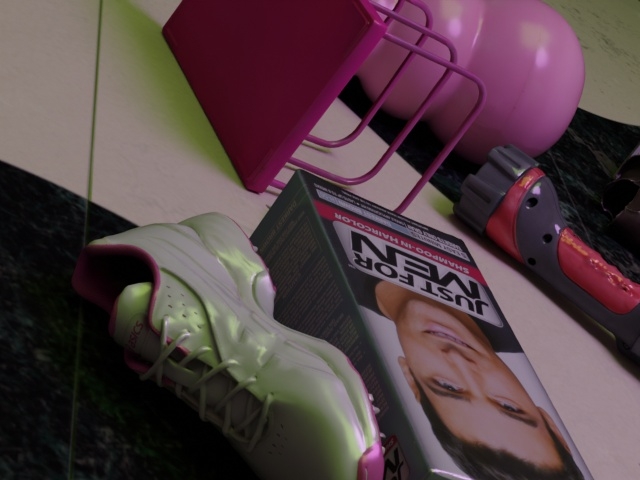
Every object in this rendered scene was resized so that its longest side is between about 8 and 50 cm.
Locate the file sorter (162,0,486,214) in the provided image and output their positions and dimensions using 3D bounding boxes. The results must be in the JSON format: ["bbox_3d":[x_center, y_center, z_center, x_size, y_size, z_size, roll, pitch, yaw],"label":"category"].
[{"bbox_3d":[0.006,-0.183,1.719,0.182,0.202,0.290,22,26,-37],"label":"file sorter"}]

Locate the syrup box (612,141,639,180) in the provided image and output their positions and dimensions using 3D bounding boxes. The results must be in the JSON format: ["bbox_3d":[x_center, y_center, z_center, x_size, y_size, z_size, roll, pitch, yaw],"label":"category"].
[{"bbox_3d":[0.501,-0.039,2.267,0.096,0.093,0.237,16,29,-40],"label":"syrup box"}]

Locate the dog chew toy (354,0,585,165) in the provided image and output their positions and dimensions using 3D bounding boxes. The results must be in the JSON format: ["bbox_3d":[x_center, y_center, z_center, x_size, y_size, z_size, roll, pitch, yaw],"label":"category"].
[{"bbox_3d":[0.136,-0.218,1.987,0.332,0.206,0.206,21,25,-13],"label":"dog chew toy"}]

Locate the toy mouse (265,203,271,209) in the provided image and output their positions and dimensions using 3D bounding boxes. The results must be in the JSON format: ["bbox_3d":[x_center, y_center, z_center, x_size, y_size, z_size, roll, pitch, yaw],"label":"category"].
[{"bbox_3d":[0.000,0.000,1.559,0.143,0.031,0.161,19,28,-35],"label":"toy mouse"}]

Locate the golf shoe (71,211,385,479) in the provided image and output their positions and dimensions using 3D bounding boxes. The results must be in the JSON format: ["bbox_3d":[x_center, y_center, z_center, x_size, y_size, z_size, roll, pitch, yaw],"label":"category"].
[{"bbox_3d":[-0.071,0.092,1.202,0.140,0.115,0.306,1,32,-37],"label":"golf shoe"}]

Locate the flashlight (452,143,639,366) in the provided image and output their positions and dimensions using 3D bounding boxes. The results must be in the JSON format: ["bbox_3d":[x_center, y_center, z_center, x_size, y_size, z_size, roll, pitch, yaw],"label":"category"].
[{"bbox_3d":[0.286,0.021,1.818,0.304,0.103,0.103,38,-12,18],"label":"flashlight"}]

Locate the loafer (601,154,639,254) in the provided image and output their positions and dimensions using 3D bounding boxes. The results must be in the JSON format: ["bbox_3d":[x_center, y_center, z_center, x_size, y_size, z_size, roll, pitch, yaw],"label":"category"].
[{"bbox_3d":[0.402,-0.060,2.185,0.078,0.080,0.220,32,23,-10],"label":"loafer"}]

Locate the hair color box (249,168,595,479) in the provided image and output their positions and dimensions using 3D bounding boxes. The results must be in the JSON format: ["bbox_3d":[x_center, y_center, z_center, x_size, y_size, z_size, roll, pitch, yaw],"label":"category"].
[{"bbox_3d":[0.071,0.115,1.326,0.185,0.113,0.374,22,26,-30],"label":"hair color box"}]
